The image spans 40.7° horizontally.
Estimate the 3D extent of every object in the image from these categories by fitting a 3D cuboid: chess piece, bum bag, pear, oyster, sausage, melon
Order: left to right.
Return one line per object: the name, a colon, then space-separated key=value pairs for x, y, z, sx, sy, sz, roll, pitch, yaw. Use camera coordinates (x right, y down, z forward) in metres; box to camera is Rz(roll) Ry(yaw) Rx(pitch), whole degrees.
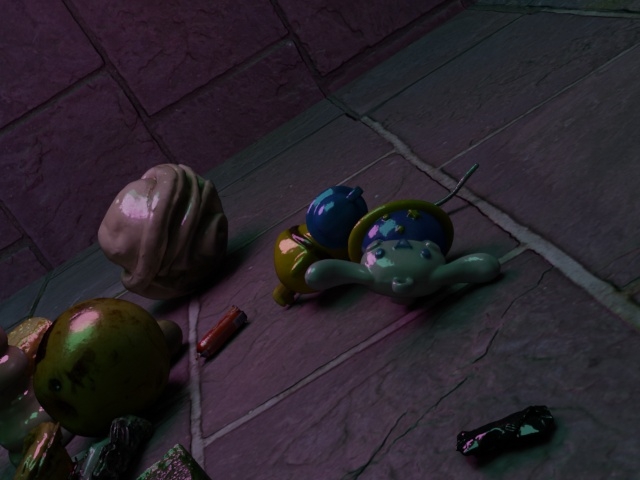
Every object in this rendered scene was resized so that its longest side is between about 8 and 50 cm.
chess piece: x=-0.668 y=0.304 z=1.824 sx=0.182 sy=0.330 sz=0.182 roll=-28 pitch=18 yaw=10
oyster: x=-0.386 y=0.401 z=1.503 sx=0.199 sy=0.087 sz=0.252 roll=-60 pitch=1 yaw=-7
pear: x=-0.434 y=0.248 z=1.697 sx=0.284 sy=0.283 sz=0.283 roll=-29 pitch=19 yaw=11
melon: x=-0.358 y=0.226 z=1.888 sx=0.098 sy=0.098 sz=0.130 roll=-14 pitch=25 yaw=45
sausage: x=-0.214 y=0.200 z=1.808 sx=0.145 sy=0.048 sz=0.050 roll=-47 pitch=18 yaw=-32
bum bag: x=0.219 y=0.231 z=1.033 sx=0.124 sy=0.034 sz=0.058 roll=-26 pitch=10 yaw=19

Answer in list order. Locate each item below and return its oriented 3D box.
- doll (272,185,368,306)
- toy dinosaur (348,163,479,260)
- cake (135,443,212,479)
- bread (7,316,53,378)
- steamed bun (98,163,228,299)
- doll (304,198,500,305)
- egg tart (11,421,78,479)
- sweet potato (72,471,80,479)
doll: x=0.000 y=0.000 z=1.679 sx=0.199 sy=0.145 sz=0.363 roll=-53 pitch=0 yaw=-39
toy dinosaur: x=0.150 y=-0.032 z=1.732 sx=0.383 sy=0.076 sz=0.129 roll=-26 pitch=2 yaw=24
cake: x=-0.160 y=0.362 z=1.209 sx=0.099 sy=0.100 sz=0.235 roll=-44 pitch=21 yaw=-30
bread: x=-0.802 y=0.363 z=2.156 sx=0.375 sy=0.165 sz=0.237 roll=-45 pitch=19 yaw=-29
steamed bun: x=-0.367 y=-0.007 z=2.191 sx=0.247 sy=0.352 sz=0.339 roll=27 pitch=49 yaw=26
doll: x=0.113 y=0.042 z=1.485 sx=0.311 sy=0.159 sz=0.242 roll=-8 pitch=42 yaw=-13
egg tart: x=-0.498 y=0.434 z=1.515 sx=0.241 sy=0.106 sz=0.241 roll=-60 pitch=14 yaw=26
sweet potato: x=-0.486 y=0.461 z=1.613 sx=0.115 sy=0.026 sz=0.026 roll=-29 pitch=18 yaw=-4
